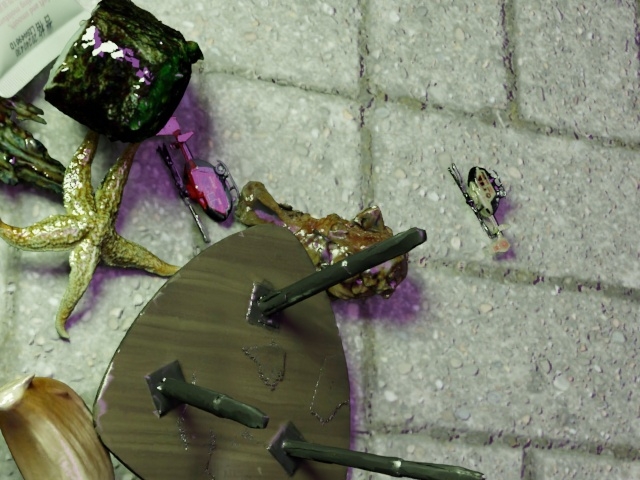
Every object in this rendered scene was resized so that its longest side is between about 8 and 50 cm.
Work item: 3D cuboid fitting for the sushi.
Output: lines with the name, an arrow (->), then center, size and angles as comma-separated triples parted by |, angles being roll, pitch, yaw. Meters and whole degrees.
sushi -> -0.200, -0.172, 1.638 | 0.127, 0.225, 0.124 | 31, 102, -9

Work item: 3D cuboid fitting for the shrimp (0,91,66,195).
shrimp -> -0.431, -0.072, 1.579 | 0.365, 0.071, 0.233 | 18, 76, -23

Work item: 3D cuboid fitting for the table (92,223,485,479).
table -> -0.007, 0.117, 1.539 | 0.317, 0.249, 0.317 | 5, 81, -37

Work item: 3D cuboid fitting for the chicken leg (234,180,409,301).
chicken leg -> 0.000, 0.007, 1.746 | 0.196, 0.080, 0.125 | 9, 58, -14

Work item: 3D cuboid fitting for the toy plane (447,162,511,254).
toy plane -> 0.194, -0.042, 1.873 | 0.049, 0.031, 0.120 | -20, 79, -24

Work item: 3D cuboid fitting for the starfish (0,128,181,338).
starfish -> -0.230, -0.007, 1.638 | 0.217, 0.050, 0.223 | 21, 80, -39

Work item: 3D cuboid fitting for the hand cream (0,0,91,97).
hand cream -> -0.402, -0.315, 1.658 | 0.358, 0.118, 0.185 | 47, 38, -8

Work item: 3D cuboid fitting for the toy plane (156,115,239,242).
toy plane -> -0.134, -0.071, 1.729 | 0.060, 0.037, 0.145 | -27, 88, -20

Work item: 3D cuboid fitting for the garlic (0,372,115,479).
garlic -> -0.247, 0.222, 1.515 | 0.091, 0.128, 0.198 | -21, 90, 3
